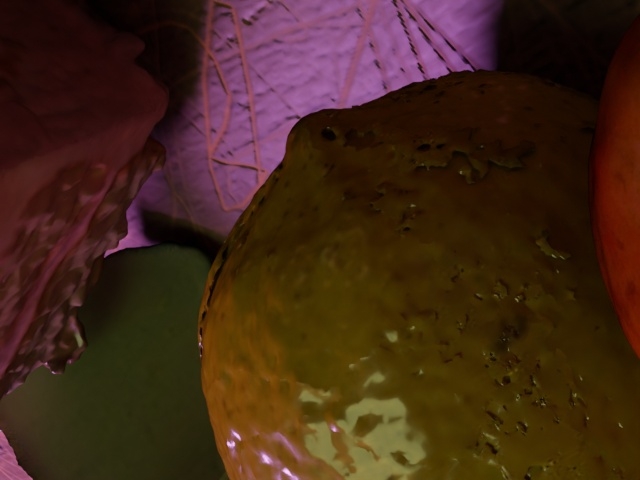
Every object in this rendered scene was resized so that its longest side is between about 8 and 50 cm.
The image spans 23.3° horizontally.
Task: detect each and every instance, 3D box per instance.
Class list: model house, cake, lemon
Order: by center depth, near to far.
[{"bbox_3d":[0.079,0.068,0.727,0.258,0.258,0.310,0,120,48],"label":"lemon"},{"bbox_3d":[-0.293,-0.047,0.909,0.314,0.307,0.293,38,122,12],"label":"cake"},{"bbox_3d":[-0.094,0.123,1.122,0.214,0.195,0.189,38,178,33],"label":"model house"}]

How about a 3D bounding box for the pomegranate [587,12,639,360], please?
[{"bbox_3d":[0.192,-0.023,0.541,0.209,0.209,0.209,28,148,20],"label":"pomegranate"}]
